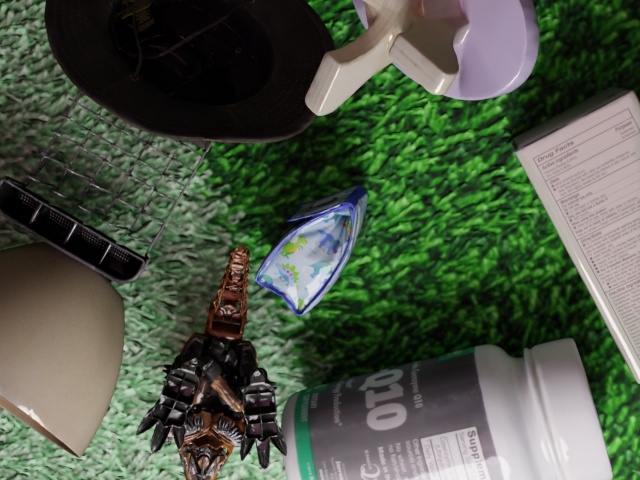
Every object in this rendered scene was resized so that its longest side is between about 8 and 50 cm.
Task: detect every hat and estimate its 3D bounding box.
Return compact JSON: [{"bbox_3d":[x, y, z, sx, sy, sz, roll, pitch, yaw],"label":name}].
[{"bbox_3d":[-0.156,-0.200,1.037,0.331,0.331,0.134,28,142,2],"label":"hat"}]

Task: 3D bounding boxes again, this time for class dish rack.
[{"bbox_3d":[-0.253,-0.107,1.107,0.208,0.074,0.271,30,90,0],"label":"dish rack"}]

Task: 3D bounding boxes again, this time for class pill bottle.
[{"bbox_3d":[0.151,0.244,1.075,0.361,0.204,0.204,-16,99,12],"label":"pill bottle"}]

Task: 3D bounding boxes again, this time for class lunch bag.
[{"bbox_3d":[0.000,0.000,1.084,0.096,0.129,0.151,40,106,-2],"label":"lunch bag"}]

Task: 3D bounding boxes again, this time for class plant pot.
[{"bbox_3d":[-0.359,0.114,1.117,0.284,0.284,0.191,36,69,0],"label":"plant pot"}]

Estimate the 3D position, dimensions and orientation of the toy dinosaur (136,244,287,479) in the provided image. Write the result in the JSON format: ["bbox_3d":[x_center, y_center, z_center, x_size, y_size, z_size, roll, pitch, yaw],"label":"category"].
[{"bbox_3d":[-0.137,0.173,1.097,0.164,0.218,0.322,-11,105,-3],"label":"toy dinosaur"}]

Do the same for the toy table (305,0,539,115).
[{"bbox_3d":[0.085,-0.251,0.945,0.274,0.161,0.252,37,126,31],"label":"toy table"}]

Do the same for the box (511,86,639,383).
[{"bbox_3d":[0.357,-0.011,1.029,0.148,0.121,0.311,-27,97,13],"label":"box"}]
